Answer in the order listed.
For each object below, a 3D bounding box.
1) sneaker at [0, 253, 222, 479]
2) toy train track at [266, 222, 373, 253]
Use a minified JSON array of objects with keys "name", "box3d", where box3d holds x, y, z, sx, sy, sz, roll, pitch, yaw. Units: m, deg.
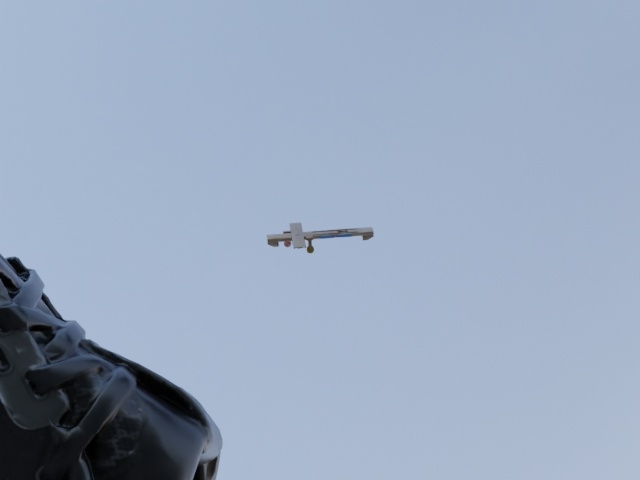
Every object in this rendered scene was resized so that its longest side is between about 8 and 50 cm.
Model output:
[{"name":"sneaker","box3d":[-0.100,0.044,0.354,0.146,0.102,0.293,-10,-101,10]},{"name":"toy train track","box3d":[0.000,0.000,0.985,0.083,0.048,0.014,-5,-66,-3]}]
